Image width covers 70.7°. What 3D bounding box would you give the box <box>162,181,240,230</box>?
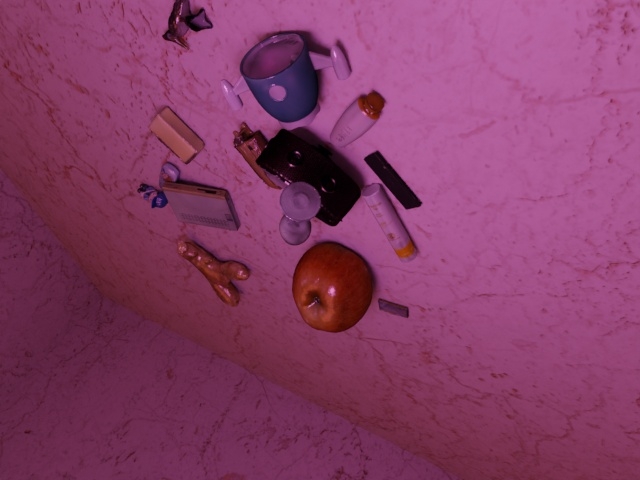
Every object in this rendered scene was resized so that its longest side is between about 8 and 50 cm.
[{"bbox_3d":[-0.450,-0.127,1.725,0.271,0.045,0.210,8,141,17],"label":"box"}]

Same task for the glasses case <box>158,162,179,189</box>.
[{"bbox_3d":[-0.581,-0.234,1.732,0.067,0.045,0.178,35,147,-5],"label":"glasses case"}]

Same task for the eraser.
[{"bbox_3d":[-0.473,-0.342,1.486,0.172,0.058,0.117,45,146,-17],"label":"eraser"}]

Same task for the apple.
[{"bbox_3d":[0.033,0.173,1.546,0.278,0.250,0.309,-11,124,48],"label":"apple"}]

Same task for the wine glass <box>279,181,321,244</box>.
[{"bbox_3d":[0.000,0.000,1.181,0.264,0.096,0.309,43,167,5],"label":"wine glass"}]

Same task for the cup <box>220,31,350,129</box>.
[{"bbox_3d":[-0.078,-0.355,1.043,0.300,0.167,0.173,-10,141,15],"label":"cup"}]

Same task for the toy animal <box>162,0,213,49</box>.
[{"bbox_3d":[-0.347,-0.546,1.127,0.203,0.070,0.105,-10,114,50],"label":"toy animal"}]

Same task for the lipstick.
[{"bbox_3d":[0.201,-0.046,1.292,0.059,0.059,0.264,-3,133,43],"label":"lipstick"}]

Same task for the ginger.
[{"bbox_3d":[-0.504,0.144,2.115,0.348,0.122,0.363,34,153,3],"label":"ginger"}]

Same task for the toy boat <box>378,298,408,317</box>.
[{"bbox_3d":[0.267,0.249,1.657,0.115,0.016,0.063,15,142,26],"label":"toy boat"}]

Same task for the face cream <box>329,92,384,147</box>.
[{"bbox_3d":[0.084,-0.286,1.087,0.072,0.051,0.182,41,148,-9],"label":"face cream"}]

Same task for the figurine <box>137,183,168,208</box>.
[{"bbox_3d":[-0.696,-0.183,1.882,0.136,0.077,0.079,34,-171,30],"label":"figurine"}]

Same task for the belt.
[{"bbox_3d":[-0.025,-0.179,1.233,0.289,0.164,0.184,38,173,-10],"label":"belt"}]

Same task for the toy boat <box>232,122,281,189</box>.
[{"bbox_3d":[-0.175,-0.246,1.347,0.088,0.068,0.226,-11,127,40],"label":"toy boat"}]

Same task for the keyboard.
[{"bbox_3d":[0.192,-0.156,1.197,0.195,0.018,0.060,46,152,-19],"label":"keyboard"}]
